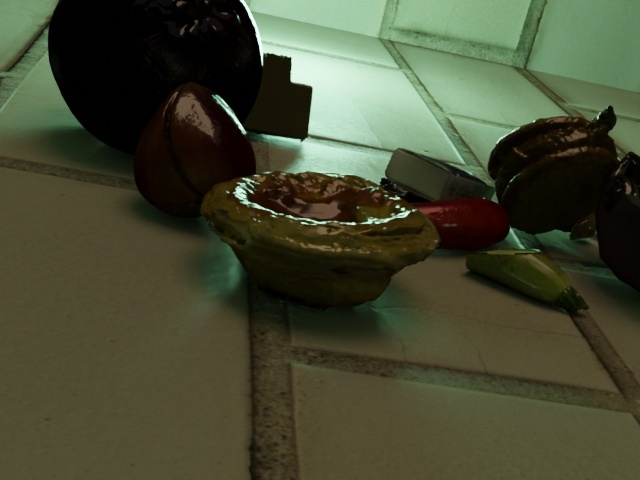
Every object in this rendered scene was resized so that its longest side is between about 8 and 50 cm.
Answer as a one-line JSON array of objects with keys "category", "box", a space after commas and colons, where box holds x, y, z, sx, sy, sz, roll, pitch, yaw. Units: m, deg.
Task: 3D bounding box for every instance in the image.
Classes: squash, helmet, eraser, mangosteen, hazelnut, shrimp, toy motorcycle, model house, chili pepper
[{"category": "squash", "box": [0.335, 0.051, 1.663, 0.200, 0.075, 0.090, 25, -3, 25]}, {"category": "helmet", "box": [0.582, 0.001, 1.775, 0.271, 0.197, 0.338, 21, 28, -2]}, {"category": "eraser", "box": [0.220, -0.106, 1.914, 0.124, 0.068, 0.210, 28, 10, 31]}, {"category": "mangosteen", "box": [-0.314, -0.313, 1.888, 0.382, 0.382, 0.435, -5, -12, -40]}, {"category": "hazelnut", "box": [-0.196, -0.141, 1.636, 0.208, 0.208, 0.208, 12, 20, -4]}, {"category": "shrimp", "box": [0.184, -0.078, 1.979, 0.161, 0.034, 0.091, 20, 10, 0]}, {"category": "toy motorcycle", "box": [0.553, -0.040, 2.019, 0.229, 0.094, 0.130, -9, 33, -26]}, {"category": "model house", "box": [-0.117, -0.309, 2.248, 0.181, 0.176, 0.248, 8, 5, -13]}, {"category": "chili pepper", "box": [0.204, -0.034, 1.794, 0.368, 0.092, 0.137, 3, 7, -34]}]

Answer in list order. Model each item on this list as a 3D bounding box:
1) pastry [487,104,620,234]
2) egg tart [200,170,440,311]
[{"category": "pastry", "box": [0.424, -0.114, 1.890, 0.235, 0.240, 0.132, -12, 63, 7]}, {"category": "egg tart", "box": [0.000, 0.000, 1.484, 0.352, 0.150, 0.352, 8, 17, -2]}]
